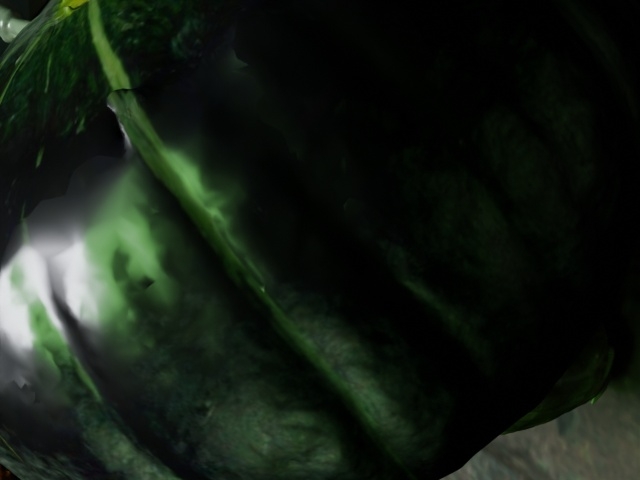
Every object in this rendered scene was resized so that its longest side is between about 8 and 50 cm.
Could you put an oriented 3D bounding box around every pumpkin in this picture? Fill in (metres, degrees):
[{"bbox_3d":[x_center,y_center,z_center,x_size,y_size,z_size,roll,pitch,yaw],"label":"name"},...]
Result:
[{"bbox_3d":[0.000,0.000,0.706,0.296,0.296,0.296,24,122,46],"label":"pumpkin"}]

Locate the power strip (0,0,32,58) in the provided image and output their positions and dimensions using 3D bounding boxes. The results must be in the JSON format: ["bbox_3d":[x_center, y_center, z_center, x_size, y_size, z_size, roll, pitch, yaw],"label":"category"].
[{"bbox_3d":[-0.237,-0.135,1.091,0.253,0.054,0.167,-1,109,50],"label":"power strip"}]

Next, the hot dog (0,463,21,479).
[{"bbox_3d":[-0.214,0.239,1.193,0.196,0.122,0.272,64,152,12],"label":"hot dog"}]

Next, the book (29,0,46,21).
[{"bbox_3d":[-0.241,-0.167,1.148,0.232,0.022,0.162,-41,70,51],"label":"book"}]
